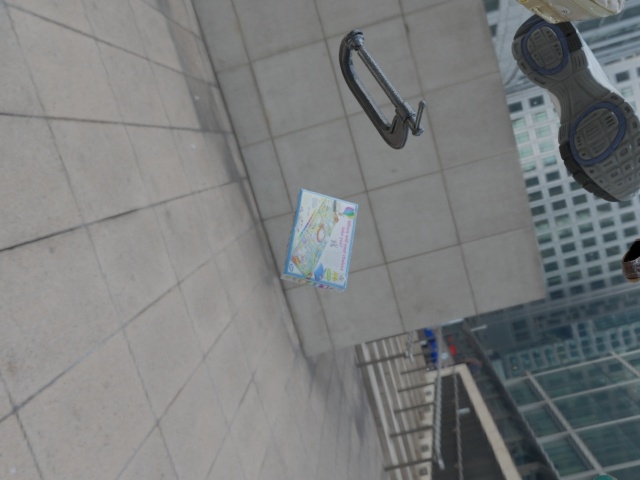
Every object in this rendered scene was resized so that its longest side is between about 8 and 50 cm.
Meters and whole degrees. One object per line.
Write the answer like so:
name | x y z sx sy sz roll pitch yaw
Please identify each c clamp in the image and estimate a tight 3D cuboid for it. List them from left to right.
c clamp | 0.064 -0.166 0.609 0.160 0.022 0.137 57 -8 20

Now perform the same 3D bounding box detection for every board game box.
board game box | 0.000 0.000 0.919 0.026 0.104 0.154 129 -26 -63

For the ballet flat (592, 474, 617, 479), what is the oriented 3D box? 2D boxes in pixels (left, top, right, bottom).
ballet flat | 0.564 0.552 1.057 0.073 0.080 0.232 63 27 -20

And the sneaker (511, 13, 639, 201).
sneaker | 0.392 -0.196 0.818 0.129 0.111 0.297 -7 74 -50

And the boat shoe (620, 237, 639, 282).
boat shoe | 0.909 0.030 1.583 0.073 0.207 0.073 -12 -66 54

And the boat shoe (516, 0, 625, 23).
boat shoe | 0.124 -0.182 0.356 0.059 0.170 0.063 -3 -109 57
